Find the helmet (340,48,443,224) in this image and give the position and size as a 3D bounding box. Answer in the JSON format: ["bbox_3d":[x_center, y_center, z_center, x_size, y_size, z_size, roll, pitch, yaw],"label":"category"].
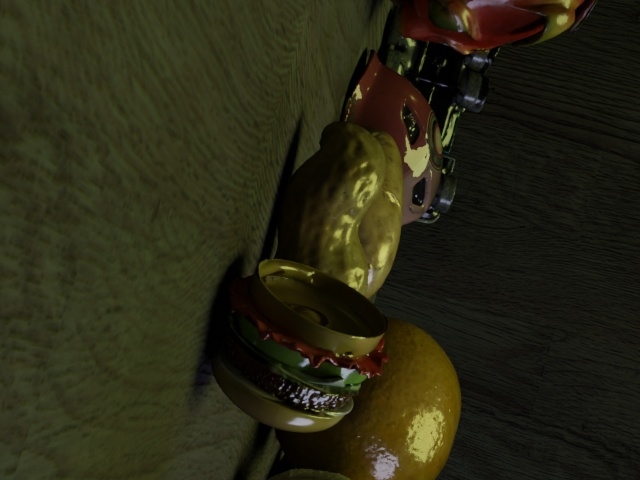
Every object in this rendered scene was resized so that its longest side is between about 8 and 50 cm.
[{"bbox_3d":[0.100,-0.122,1.888,0.198,0.154,0.253,-65,174,-51],"label":"helmet"}]

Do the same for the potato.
[{"bbox_3d":[0.041,-0.033,1.715,0.161,0.128,0.234,-166,-89,-80],"label":"potato"}]

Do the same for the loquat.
[{"bbox_3d":[0.059,0.240,1.917,0.275,0.275,0.274,16,90,-84],"label":"loquat"}]

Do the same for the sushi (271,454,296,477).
[{"bbox_3d":[-0.027,0.432,2.184,0.225,0.136,0.126,-56,153,-57],"label":"sushi"}]

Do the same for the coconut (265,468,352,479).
[{"bbox_3d":[-0.020,0.437,1.779,0.265,0.237,0.237,93,14,-50],"label":"coconut"}]

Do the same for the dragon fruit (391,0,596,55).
[{"bbox_3d":[0.224,-0.359,1.800,0.305,0.306,0.225,-65,176,-57],"label":"dragon fruit"}]

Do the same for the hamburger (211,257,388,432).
[{"bbox_3d":[-0.027,0.107,1.288,0.137,0.175,0.175,-62,178,18],"label":"hamburger"}]

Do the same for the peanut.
[{"bbox_3d":[0.000,0.000,1.457,0.101,0.117,0.263,-149,-110,-74],"label":"peanut"}]

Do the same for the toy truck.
[{"bbox_3d":[0.158,-0.208,2.103,0.178,0.177,0.363,153,-47,-82],"label":"toy truck"}]
